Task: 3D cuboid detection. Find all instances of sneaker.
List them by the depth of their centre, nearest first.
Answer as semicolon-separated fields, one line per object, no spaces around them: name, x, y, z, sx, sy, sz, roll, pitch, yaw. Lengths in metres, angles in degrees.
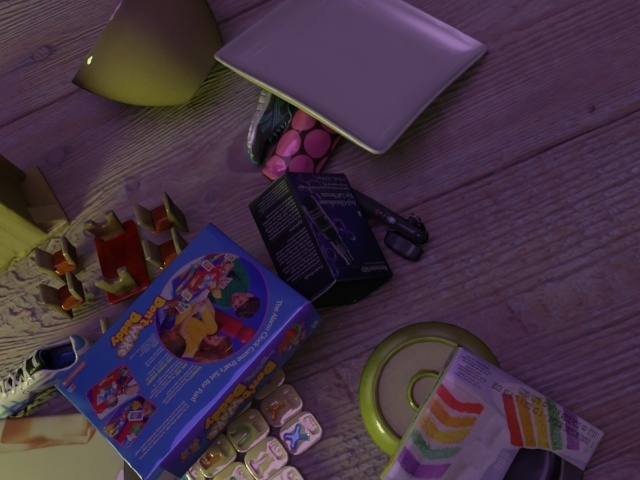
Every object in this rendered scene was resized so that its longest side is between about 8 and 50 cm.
sneaker;-0.506;0.235;1.553;0.237;0.086;0.085;-30;50;0
sneaker;-0.081;-0.211;1.589;0.076;0.065;0.166;15;82;11

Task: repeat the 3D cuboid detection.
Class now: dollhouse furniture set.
dollhouse furniture set;-0.339;0.081;1.559;0.262;0.135;0.259;-23;61;6

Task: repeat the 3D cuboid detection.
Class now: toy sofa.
toy sofa;-0.598;-0.089;1.517;0.177;0.362;0.150;-34;72;-3

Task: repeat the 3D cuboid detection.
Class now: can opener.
can opener;0.105;-0.042;1.503;0.186;0.059;0.073;37;87;18

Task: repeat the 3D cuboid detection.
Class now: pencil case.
pencil case;-0.013;-0.179;1.553;0.098;0.095;0.209;34;86;-26

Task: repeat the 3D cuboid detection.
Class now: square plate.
square plate;0.057;-0.313;1.526;0.347;0.049;0.344;33;56;18

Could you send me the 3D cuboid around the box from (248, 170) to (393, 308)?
box;0.000;0.000;1.453;0.108;0.153;0.207;-38;69;35

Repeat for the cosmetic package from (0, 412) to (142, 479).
cosmetic package;-0.422;0.353;1.468;0.296;0.153;0.129;-6;76;14

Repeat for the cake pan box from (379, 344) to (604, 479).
cake pan box;0.261;0.329;1.344;0.267;0.070;0.245;32;86;3

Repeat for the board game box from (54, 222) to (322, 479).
board game box;-0.201;0.171;1.351;0.233;0.078;0.347;37;78;30

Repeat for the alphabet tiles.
alphabet tiles;-0.147;0.339;1.486;0.278;0.021;0.284;-37;72;2

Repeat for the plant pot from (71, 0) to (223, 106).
plant pot;-0.288;-0.352;1.587;0.191;0.284;0.284;32;84;-18

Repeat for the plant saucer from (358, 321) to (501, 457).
plant saucer;0.177;0.247;1.426;0.241;0.037;0.241;-3;76;12
